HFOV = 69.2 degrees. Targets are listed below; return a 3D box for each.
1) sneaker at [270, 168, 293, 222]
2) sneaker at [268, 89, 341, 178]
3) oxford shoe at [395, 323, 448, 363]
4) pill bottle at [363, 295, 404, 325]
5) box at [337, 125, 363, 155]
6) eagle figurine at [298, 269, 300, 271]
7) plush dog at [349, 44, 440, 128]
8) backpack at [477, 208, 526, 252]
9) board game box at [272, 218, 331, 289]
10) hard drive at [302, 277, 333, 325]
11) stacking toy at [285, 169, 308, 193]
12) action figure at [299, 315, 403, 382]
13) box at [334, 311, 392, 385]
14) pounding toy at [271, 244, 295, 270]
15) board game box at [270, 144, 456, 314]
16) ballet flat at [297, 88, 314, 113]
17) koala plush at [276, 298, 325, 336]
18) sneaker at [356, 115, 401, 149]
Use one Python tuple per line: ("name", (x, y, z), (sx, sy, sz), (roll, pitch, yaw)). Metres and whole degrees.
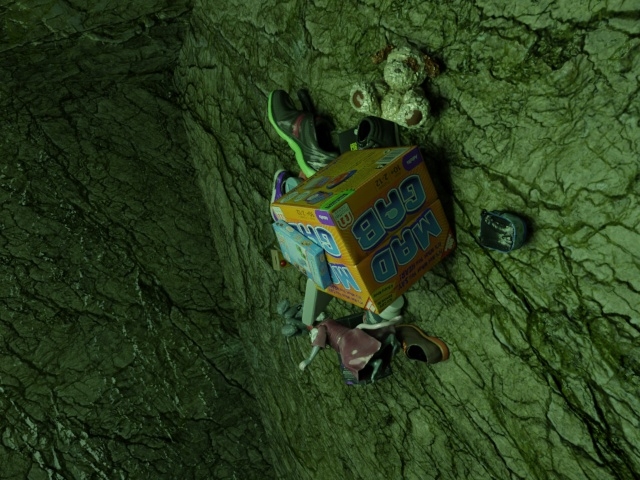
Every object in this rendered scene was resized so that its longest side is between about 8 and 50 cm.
("sneaker", (-0.173, -0.197, 2.306), (0.146, 0.102, 0.294), (34, 129, 50))
("sneaker", (-0.050, -0.460, 1.942), (0.202, 0.185, 0.483), (-43, 71, 27))
("oxford shoe", (0.324, 0.367, 1.656), (0.271, 0.098, 0.097), (9, 108, 59))
("pill bottle", (0.241, 0.266, 1.756), (0.108, 0.107, 0.180), (61, 146, 28))
("box", (0.147, -0.331, 1.744), (0.184, 0.045, 0.191), (-4, 95, 53))
("eagle figurine", (0.008, 0.006, 1.949), (0.225, 0.226, 0.298), (26, 152, 23))
("plush dog", (0.252, -0.481, 1.430), (0.262, 0.210, 0.226), (25, 111, 22))
("backpack", (0.491, -0.026, 1.234), (0.114, 0.084, 0.105), (33, 129, 58))
("board game box", (-0.058, 0.042, 1.452), (0.211, 0.039, 0.160), (34, 152, 38))
("hard drive", (0.045, 0.142, 1.818), (0.047, 0.353, 0.233), (24, 131, 19))
("stacking toy", (-0.059, -0.229, 2.070), (0.309, 0.130, 0.280), (52, 142, 37))
("action figure", (0.083, 0.360, 1.695), (0.370, 0.248, 0.276), (20, 104, 39))
("box", (0.163, 0.442, 1.919), (0.165, 0.143, 0.271), (-24, 79, 58))
("pounding toy", (-0.193, 0.080, 2.415), (0.100, 0.130, 0.141), (4, 104, 59))
("board game box", (0.132, -0.051, 1.466), (0.356, 0.356, 0.356), (14, 137, 58))
("ballet flat", (-0.052, -0.582, 2.024), (0.057, 0.049, 0.173), (-20, 89, 55))
("koala plush", (-0.070, 0.352, 2.298), (0.221, 0.203, 0.196), (-47, 45, 31))
("sneaker", (0.204, -0.292, 1.572), (0.104, 0.146, 0.296), (-12, 91, 59))
